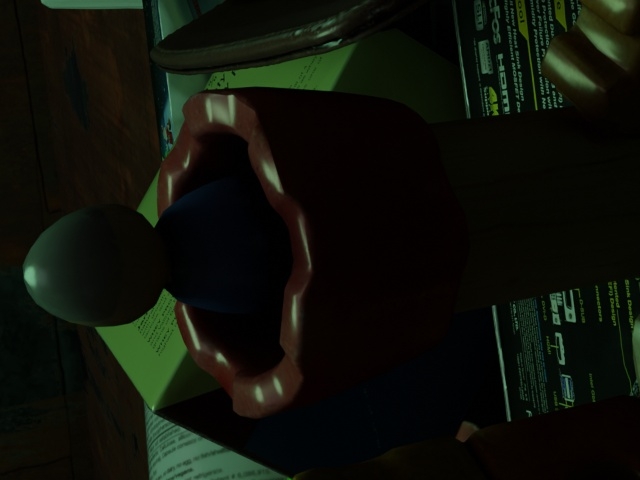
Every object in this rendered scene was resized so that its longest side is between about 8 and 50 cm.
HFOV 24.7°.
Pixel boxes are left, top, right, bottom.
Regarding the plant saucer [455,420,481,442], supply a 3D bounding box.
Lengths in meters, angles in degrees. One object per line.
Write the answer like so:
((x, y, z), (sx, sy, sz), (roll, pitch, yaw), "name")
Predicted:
((0.122, 0.227, 0.530), (0.259, 0.047, 0.258), (47, 162, 37), "plant saucer")

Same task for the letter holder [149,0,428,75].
((0.003, -0.178, 0.565), (0.152, 0.214, 0.302), (58, 169, -14), "letter holder")

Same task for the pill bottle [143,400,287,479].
((-0.044, 0.129, 1.034), (0.160, 0.160, 0.283), (111, 155, -59), "pill bottle")

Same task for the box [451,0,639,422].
((0.145, 0.034, 0.522), (0.257, 0.079, 0.322), (180, 81, -72), "box")

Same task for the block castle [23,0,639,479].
((0.117, 0.033, 0.218), (0.453, 0.212, 0.303), (54, 143, 40), "block castle")

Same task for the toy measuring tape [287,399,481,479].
((0.039, 0.094, 0.905), (0.330, 0.121, 0.121), (-90, -1, -63), "toy measuring tape")

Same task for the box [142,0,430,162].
((-0.014, -0.073, 0.849), (0.044, 0.159, 0.233), (-154, 57, -68), "box")

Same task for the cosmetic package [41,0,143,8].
((-0.096, -0.354, 0.891), (0.217, 0.156, 0.385), (-86, -6, -65), "cosmetic package")

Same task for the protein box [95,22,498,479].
((0.000, 0.000, 0.733), (0.200, 0.136, 0.201), (-61, 20, 0), "protein box")
